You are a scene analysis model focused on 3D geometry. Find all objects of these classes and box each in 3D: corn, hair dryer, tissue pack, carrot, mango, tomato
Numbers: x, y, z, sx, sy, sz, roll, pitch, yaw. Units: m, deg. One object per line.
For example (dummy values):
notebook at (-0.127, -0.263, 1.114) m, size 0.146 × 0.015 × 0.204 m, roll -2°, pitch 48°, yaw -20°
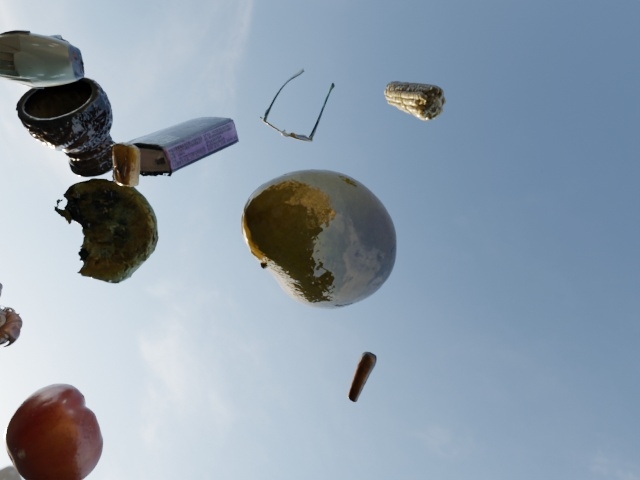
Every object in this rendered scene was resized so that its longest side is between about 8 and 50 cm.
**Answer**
corn at (0.246, -0.372, 1.059) m, size 0.211 × 0.087 × 0.087 m, roll 50°, pitch -54°, yaw 58°
hair dryer at (-0.418, -0.256, 0.529) m, size 0.199 × 0.167 × 0.067 m, roll 45°, pitch -44°, yaw 40°
tissue pack at (-0.493, -0.338, 1.404) m, size 0.259 × 0.361 × 0.122 m, roll 6°, pitch -60°, yaw 26°
carrot at (0.130, 0.433, 1.283) m, size 0.055 × 0.055 × 0.161 m, roll 23°, pitch -100°, yaw 24°
mango at (0.000, 0.000, 0.869) m, size 0.220 × 0.445 × 0.301 m, roll 37°, pitch -80°, yaw 41°
tomato at (-0.662, 0.482, 0.994) m, size 0.260 × 0.180 × 0.259 m, roll 15°, pitch -63°, yaw 32°

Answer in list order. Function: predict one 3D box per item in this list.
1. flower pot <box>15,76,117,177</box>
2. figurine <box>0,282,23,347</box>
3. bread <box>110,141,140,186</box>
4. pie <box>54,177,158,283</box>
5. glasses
flower pot at (-0.818, -0.373, 1.363) m, size 0.267 × 0.266 × 0.267 m, roll 31°, pitch -29°, yaw 21°
figurine at (-0.690, 0.151, 0.825) m, size 0.114 × 0.126 × 0.157 m, roll -9°, pitch -53°, yaw 44°
bread at (-0.479, -0.187, 0.984) m, size 0.072 × 0.053 × 0.106 m, roll 18°, pitch -65°, yaw 10°
pie at (-0.714, -0.039, 1.376) m, size 0.078 × 0.296 × 0.371 m, roll 163°, pitch -91°, yaw -72°
glasses at (-0.061, -0.406, 1.251) m, size 0.220 × 0.190 × 0.088 m, roll -48°, pitch -135°, yaw 35°
